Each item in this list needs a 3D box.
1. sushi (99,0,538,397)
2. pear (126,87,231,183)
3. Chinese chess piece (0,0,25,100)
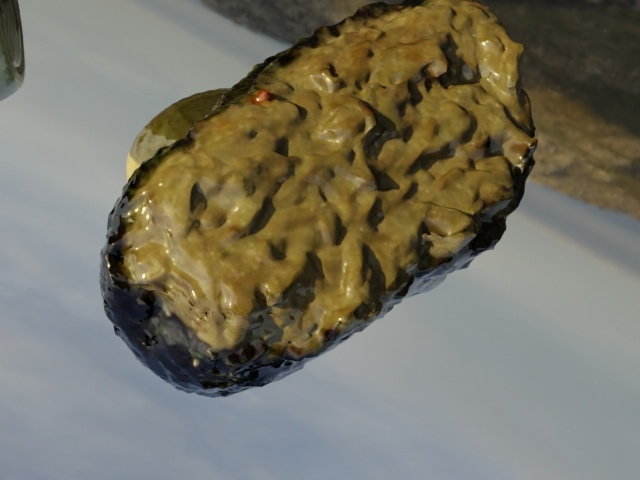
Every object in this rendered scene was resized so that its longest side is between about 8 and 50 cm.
[{"bbox_3d":[0.002,-0.031,0.783,0.211,0.350,0.171,55,159,-1],"label":"sushi"},{"bbox_3d":[-0.092,-0.050,1.247,0.271,0.271,0.271,27,-173,-4],"label":"pear"},{"bbox_3d":[-0.338,-0.242,0.985,0.101,0.250,0.250,-9,-166,-7],"label":"Chinese chess piece"}]
